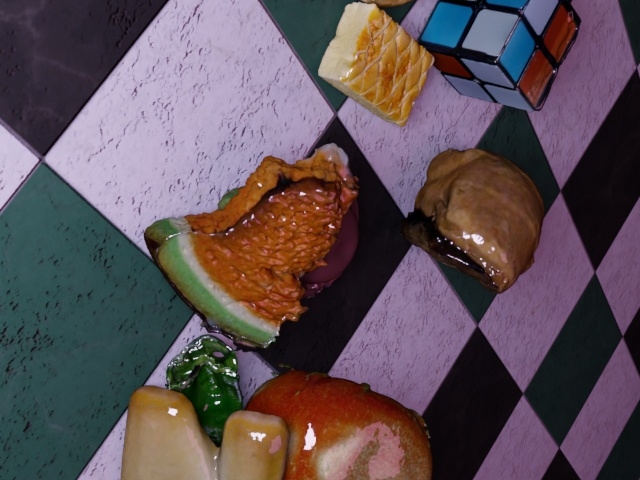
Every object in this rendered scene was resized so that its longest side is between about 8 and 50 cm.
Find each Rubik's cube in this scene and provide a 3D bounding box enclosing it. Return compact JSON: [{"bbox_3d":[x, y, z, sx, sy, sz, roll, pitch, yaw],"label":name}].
[{"bbox_3d":[0.293,-0.337,1.547,0.180,0.167,0.184,30,83,-50],"label":"Rubik's cube"}]

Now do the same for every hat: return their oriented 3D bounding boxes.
[{"bbox_3d":[0.000,0.000,1.435,0.205,0.089,0.206,-25,126,-40],"label":"hat"}]

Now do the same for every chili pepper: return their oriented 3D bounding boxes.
[{"bbox_3d":[-0.169,0.236,1.379,0.108,0.062,0.216,-14,123,-17],"label":"chili pepper"}]

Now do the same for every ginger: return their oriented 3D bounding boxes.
[{"bbox_3d":[0.276,-0.040,1.596,0.200,0.269,0.223,36,86,-22],"label":"ginger"}]

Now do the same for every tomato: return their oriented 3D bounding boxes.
[{"bbox_3d":[0.008,0.333,1.429,0.303,0.303,0.239,41,64,-50],"label":"tomato"}]

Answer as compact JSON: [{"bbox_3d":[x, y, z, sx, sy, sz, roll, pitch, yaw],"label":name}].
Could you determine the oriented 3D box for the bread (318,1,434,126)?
[{"bbox_3d":[0.089,-0.263,1.426,0.188,0.068,0.126,26,87,-51],"label":"bread"}]

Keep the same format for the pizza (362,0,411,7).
[{"bbox_3d":[0.142,-0.431,1.415,0.246,0.058,0.127,-56,141,-11],"label":"pizza"}]

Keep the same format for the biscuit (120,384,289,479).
[{"bbox_3d":[-0.168,0.354,1.308,0.062,0.236,0.291,-42,144,-70],"label":"biscuit"}]

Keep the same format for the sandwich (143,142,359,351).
[{"bbox_3d":[-0.078,-0.021,1.280,0.301,0.162,0.250,-39,128,13],"label":"sandwich"}]
